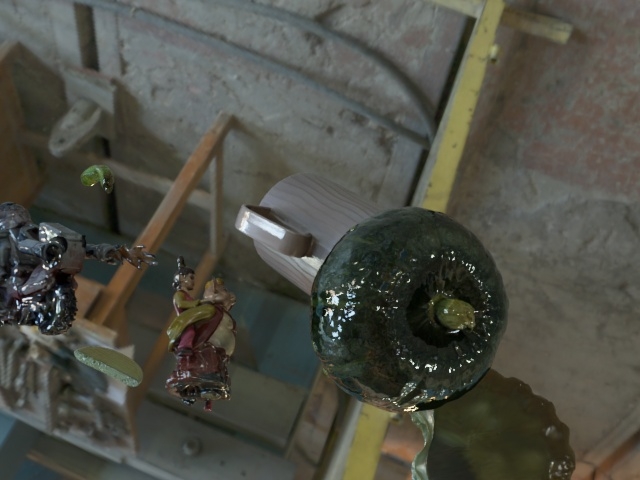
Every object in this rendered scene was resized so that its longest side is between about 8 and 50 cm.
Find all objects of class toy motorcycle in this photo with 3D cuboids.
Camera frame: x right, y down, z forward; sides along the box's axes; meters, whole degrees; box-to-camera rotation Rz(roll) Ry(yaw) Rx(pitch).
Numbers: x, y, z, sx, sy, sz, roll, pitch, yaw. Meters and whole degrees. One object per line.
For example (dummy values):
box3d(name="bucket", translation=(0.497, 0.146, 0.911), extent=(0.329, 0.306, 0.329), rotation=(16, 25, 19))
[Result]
box3d(name="toy motorcycle", translation=(-0.415, 0.040, 1.260), extent=(0.401, 0.207, 0.134), rotation=(-2, 172, 41))

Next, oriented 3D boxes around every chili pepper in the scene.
box3d(name="chili pepper", translation=(-0.497, -0.144, 1.887), extent=(0.202, 0.050, 0.052), rotation=(14, 136, 60))

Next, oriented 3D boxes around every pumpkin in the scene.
box3d(name="pumpkin", translation=(0.131, 0.102, 1.202), extent=(0.300, 0.300, 0.207), rotation=(40, 163, -21))

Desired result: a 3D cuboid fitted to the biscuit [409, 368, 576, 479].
box3d(name="biscuit", translation=(0.253, 0.357, 1.402), extent=(0.335, 0.329, 0.078), rotation=(41, 160, 11))

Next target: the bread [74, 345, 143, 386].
box3d(name="bread", translation=(-0.559, 0.334, 2.261), extent=(0.193, 0.112, 0.036), rotation=(26, 103, 4))

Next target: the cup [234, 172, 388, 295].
box3d(name="cup", translation=(0.001, 0.017, 1.507), extent=(0.273, 0.288, 0.208), rotation=(32, 132, 48))

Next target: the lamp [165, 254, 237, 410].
box3d(name="lamp", translation=(-0.190, 0.138, 1.359), extent=(0.118, 0.253, 0.118), rotation=(-1, 145, 0))
